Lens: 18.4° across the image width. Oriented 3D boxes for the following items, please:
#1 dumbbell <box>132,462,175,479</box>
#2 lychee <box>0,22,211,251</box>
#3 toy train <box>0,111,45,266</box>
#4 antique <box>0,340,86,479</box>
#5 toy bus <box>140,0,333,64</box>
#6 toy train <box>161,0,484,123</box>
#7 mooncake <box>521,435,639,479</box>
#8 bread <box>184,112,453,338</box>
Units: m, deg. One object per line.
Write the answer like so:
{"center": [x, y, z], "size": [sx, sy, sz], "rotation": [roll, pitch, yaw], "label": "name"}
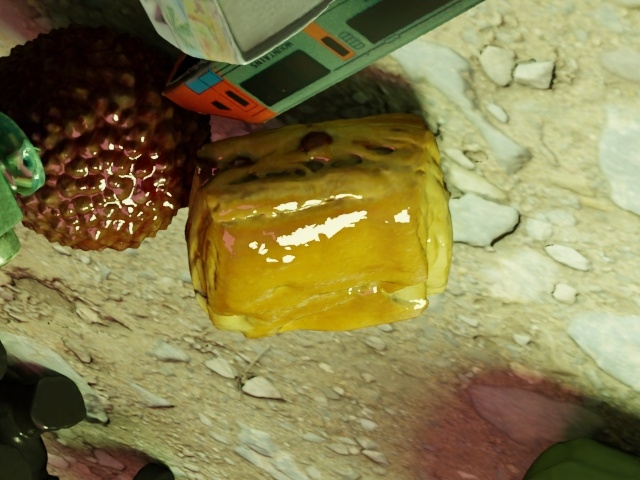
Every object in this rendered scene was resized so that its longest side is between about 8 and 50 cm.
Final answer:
{"center": [-0.151, 0.359, 2.330], "size": [0.325, 0.143, 0.143], "rotation": [21, 152, 13], "label": "dumbbell"}
{"center": [-0.175, -0.084, 1.552], "size": [0.188, 0.188, 0.188], "rotation": [22, 152, 12], "label": "lychee"}
{"center": [-0.324, -0.112, 1.457], "size": [0.194, 0.120, 0.298], "rotation": [11, 131, 54], "label": "toy train"}
{"center": [-0.376, 0.280, 2.306], "size": [0.185, 0.322, 0.255], "rotation": [-7, 160, -36], "label": "antique"}
{"center": [-0.109, -0.268, 1.184], "size": [0.136, 0.109, 0.330], "rotation": [15, 138, 55], "label": "toy bus"}
{"center": [0.021, -0.163, 1.335], "size": [0.089, 0.086, 0.409], "rotation": [35, 152, -18], "label": "toy train"}
{"center": [0.218, 0.350, 1.753], "size": [0.194, 0.356, 0.356], "rotation": [26, 153, 7], "label": "mooncake"}
{"center": [0.000, 0.000, 1.534], "size": [0.210, 0.099, 0.235], "rotation": [-7, 151, -2], "label": "bread"}
